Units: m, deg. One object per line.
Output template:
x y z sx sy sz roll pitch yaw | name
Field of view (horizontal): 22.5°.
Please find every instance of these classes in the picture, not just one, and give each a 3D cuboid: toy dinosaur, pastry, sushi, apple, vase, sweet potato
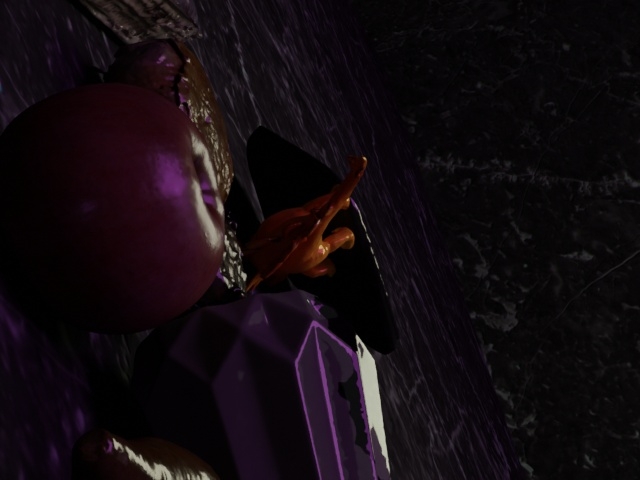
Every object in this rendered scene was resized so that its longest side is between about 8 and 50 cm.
-0.029 0.002 1.434 0.070 0.117 0.288 60 -20 8 | toy dinosaur
-0.117 -0.084 1.249 0.153 0.081 0.153 -22 90 -85 | pastry
-0.098 0.021 1.075 0.084 0.094 0.098 27 42 -73 | sushi
-0.121 -0.020 0.957 0.153 0.120 0.153 -21 90 -82 | apple
-0.008 0.217 0.984 0.165 0.165 0.360 32 40 -75 | vase
-0.079 0.141 0.810 0.243 0.077 0.077 94 -21 -67 | sweet potato

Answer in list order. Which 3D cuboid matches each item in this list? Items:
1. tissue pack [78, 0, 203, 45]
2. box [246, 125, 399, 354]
-0.184 -0.289 1.366 0.173 0.073 0.235 37 33 -72 | tissue pack
0.000 0.000 1.581 0.201 0.042 0.212 35 -32 52 | box
